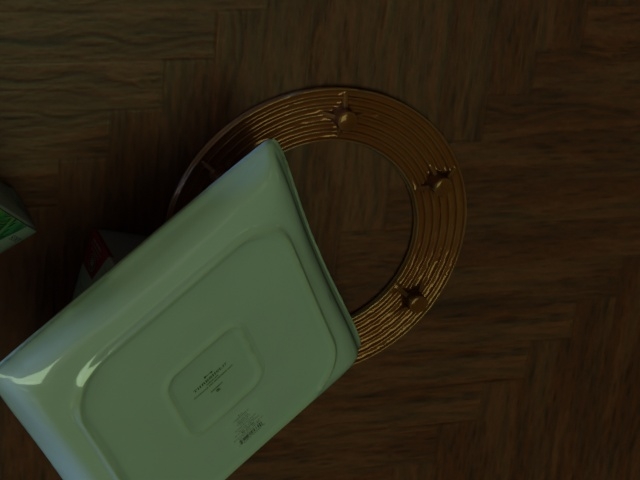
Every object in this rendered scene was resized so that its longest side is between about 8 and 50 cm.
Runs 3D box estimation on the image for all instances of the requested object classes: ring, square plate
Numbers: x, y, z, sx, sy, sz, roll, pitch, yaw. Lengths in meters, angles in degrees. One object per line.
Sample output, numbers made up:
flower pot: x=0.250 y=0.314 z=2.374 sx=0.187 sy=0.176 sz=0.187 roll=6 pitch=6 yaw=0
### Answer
ring: x=0.000 y=0.000 z=1.815 sx=0.337 sy=0.032 sz=0.336 roll=-9 pitch=118 yaw=-17
square plate: x=-0.113 y=0.123 z=1.689 sx=0.347 sy=0.049 sz=0.344 roll=-41 pitch=139 yaw=-16

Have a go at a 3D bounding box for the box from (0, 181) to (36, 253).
box: x=-0.420 y=0.041 z=1.569 sx=0.322 sy=0.232 sz=0.058 roll=-33 pitch=86 yaw=-3

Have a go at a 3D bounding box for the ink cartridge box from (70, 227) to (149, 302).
ink cartridge box: x=-0.202 y=0.095 z=1.729 sx=0.072 sy=0.127 sz=0.175 roll=8 pitch=113 yaw=-28
